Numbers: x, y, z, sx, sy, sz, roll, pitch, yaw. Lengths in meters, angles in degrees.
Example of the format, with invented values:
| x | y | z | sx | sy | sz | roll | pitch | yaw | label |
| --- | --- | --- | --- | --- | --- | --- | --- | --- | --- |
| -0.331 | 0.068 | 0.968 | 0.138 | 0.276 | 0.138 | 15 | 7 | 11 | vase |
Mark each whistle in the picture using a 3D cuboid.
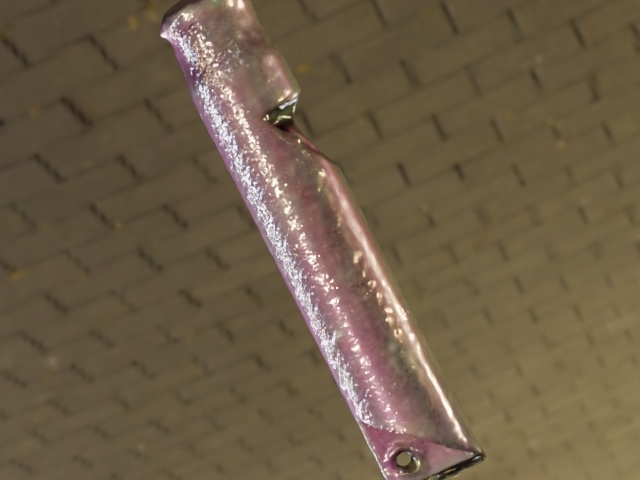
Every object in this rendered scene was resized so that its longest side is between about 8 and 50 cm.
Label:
| x | y | z | sx | sy | sz | roll | pitch | yaw | label |
| --- | --- | --- | --- | --- | --- | --- | --- | --- | --- |
| 0.000 | 0.000 | 0.632 | 0.033 | 0.176 | 0.033 | -26 | -173 | 3 | whistle |
